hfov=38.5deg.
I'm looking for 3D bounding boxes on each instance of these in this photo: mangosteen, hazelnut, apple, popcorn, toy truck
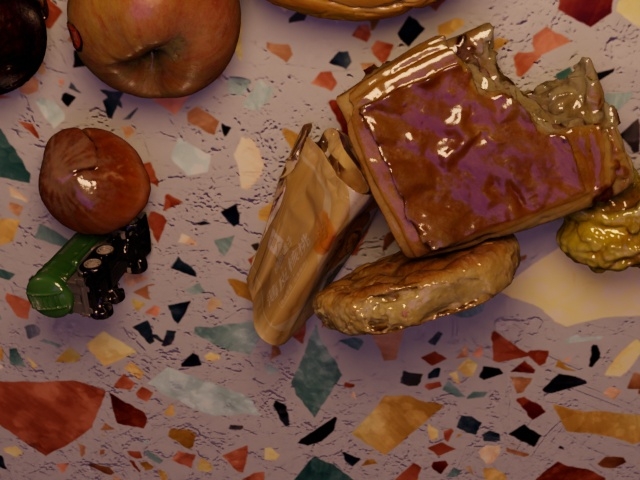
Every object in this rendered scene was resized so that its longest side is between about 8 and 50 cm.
[{"bbox_3d":[-0.490,-0.336,1.324,0.211,0.211,0.250,19,92,-6],"label":"mangosteen"},{"bbox_3d":[-0.371,-0.089,1.464,0.182,0.182,0.182,2,122,4],"label":"hazelnut"},{"bbox_3d":[-0.230,-0.318,1.282,0.260,0.194,0.261,0,160,0],"label":"apple"},{"bbox_3d":[0.464,-0.039,1.420,0.197,0.198,0.156,-3,120,7],"label":"popcorn"},{"bbox_3d":[-0.374,0.038,1.506,0.124,0.242,0.101,7,122,16],"label":"toy truck"}]

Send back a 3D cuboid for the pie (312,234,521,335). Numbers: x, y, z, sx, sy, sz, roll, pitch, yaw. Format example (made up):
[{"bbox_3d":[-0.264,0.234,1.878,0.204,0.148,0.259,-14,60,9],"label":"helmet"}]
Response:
[{"bbox_3d":[0.153,0.059,1.423,0.339,0.339,0.083,-17,96,15],"label":"pie"}]

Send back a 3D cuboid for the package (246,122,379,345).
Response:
[{"bbox_3d":[-0.026,-0.020,1.485,0.165,0.221,0.311,34,120,9],"label":"package"}]

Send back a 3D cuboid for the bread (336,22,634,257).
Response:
[{"bbox_3d":[0.237,-0.159,1.351,0.369,0.191,0.314,-23,99,3],"label":"bread"}]

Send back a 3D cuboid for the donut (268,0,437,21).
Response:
[{"bbox_3d":[0.044,-0.462,1.145,0.448,0.198,0.449,4,140,4],"label":"donut"}]
